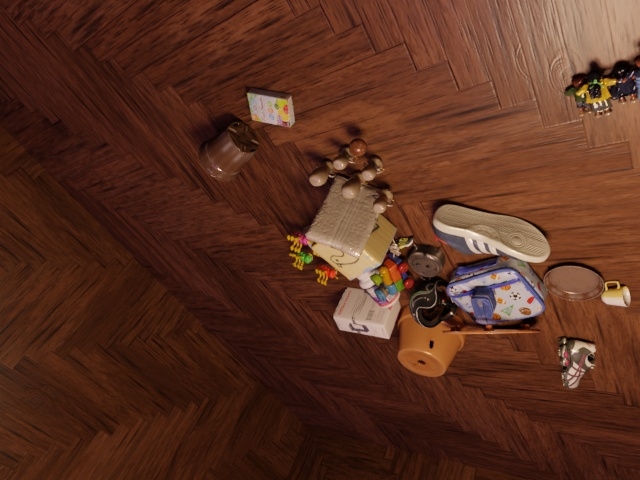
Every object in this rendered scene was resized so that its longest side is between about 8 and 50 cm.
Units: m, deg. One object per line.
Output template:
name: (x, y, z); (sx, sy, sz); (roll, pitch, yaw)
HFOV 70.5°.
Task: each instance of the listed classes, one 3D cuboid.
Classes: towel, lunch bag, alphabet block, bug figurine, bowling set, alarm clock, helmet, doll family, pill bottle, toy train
towel: (0.086, -0.083, 1.463); (0.187, 0.282, 0.049); (21, 147, 11)
lunch bag: (0.597, 0.172, 1.568); (0.243, 0.115, 0.303); (45, 140, -16)
alphabet block: (0.119, -0.010, 1.604); (0.197, 0.193, 0.192); (39, 141, -13)
lunch bag: (0.543, 0.213, 1.510); (0.067, 0.065, 0.098); (-1, 126, 39)
bug figurine: (-0.026, 0.053, 1.787); (0.216, 0.072, 0.279); (22, 147, 21)
bowling set: (0.125, -0.231, 1.411); (0.287, 0.154, 0.200); (27, 125, 6)
alarm clock: (0.385, 0.090, 1.656); (0.129, 0.064, 0.192); (12, 143, 22)
helmet: (0.416, 0.240, 1.715); (0.169, 0.169, 0.161); (40, 132, -13)
doll family: (0.635, -0.335, 0.979); (0.193, 0.076, 0.111); (-12, 123, 36)
pill bottle: (0.223, 0.173, 1.820); (0.108, 0.108, 0.193); (-20, 121, 46)
toy train: (0.241, 0.110, 1.680); (0.105, 0.143, 0.248); (39, 161, 50)

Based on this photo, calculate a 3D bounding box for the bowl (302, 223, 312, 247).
bowl: (0.000, 0.000, 1.813); (0.142, 0.053, 0.142); (-12, 126, 41)

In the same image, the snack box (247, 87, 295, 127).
snack box: (-0.156, -0.420, 1.432); (0.141, 0.037, 0.100); (16, 141, 18)

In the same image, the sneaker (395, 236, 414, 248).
sneaker: (0.301, 0.004, 1.632); (0.035, 0.031, 0.083); (41, 142, -14)

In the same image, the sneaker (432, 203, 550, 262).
sneaker: (0.520, -0.001, 1.415); (0.350, 0.131, 0.148); (22, 150, 19)

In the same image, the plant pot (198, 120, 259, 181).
plant pot: (-0.309, -0.316, 1.566); (0.167, 0.167, 0.165); (43, 134, -18)

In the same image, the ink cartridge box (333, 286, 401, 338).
ink cartridge box: (0.200, 0.306, 1.938); (0.237, 0.172, 0.100); (4, 137, 30)

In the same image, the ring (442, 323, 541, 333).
ring: (0.618, 0.323, 1.655); (0.337, 0.032, 0.336); (-2, 169, 0)

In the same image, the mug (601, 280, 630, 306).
mug: (0.913, 0.166, 1.405); (0.062, 0.078, 0.064); (13, 166, -35)

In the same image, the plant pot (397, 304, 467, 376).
plant pot: (0.448, 0.429, 1.893); (0.291, 0.203, 0.291); (17, 142, 14)

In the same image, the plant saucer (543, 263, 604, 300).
plant saucer: (0.806, 0.130, 1.445); (0.168, 0.029, 0.168); (18, 141, 15)

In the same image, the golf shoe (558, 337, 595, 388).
golf shoe: (0.959, 0.471, 1.687); (0.120, 0.105, 0.273); (-5, 133, 28)
